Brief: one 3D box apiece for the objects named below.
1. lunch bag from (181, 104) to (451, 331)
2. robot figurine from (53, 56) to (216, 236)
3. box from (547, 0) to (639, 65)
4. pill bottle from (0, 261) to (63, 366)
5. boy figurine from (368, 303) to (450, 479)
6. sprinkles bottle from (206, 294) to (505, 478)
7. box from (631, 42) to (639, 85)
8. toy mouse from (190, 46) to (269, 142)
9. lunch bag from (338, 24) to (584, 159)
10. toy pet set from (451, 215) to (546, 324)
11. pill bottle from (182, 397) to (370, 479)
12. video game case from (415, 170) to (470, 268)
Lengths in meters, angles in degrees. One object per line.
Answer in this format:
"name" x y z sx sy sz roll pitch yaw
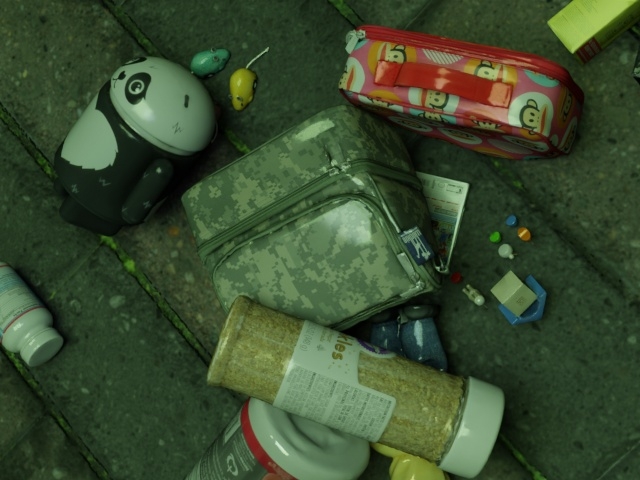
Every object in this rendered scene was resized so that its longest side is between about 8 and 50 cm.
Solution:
"lunch bag" 0.000 0.000 1.570 0.305 0.213 0.256 -27 73 22
"robot figurine" -0.274 -0.135 1.711 0.209 0.173 0.278 46 114 8
"box" 0.405 -0.325 1.522 0.232 0.087 0.058 -38 74 13
"pill bottle" -0.469 0.115 1.827 0.160 0.087 0.087 46 102 18
"boy figurine" 0.131 0.227 1.583 0.177 0.092 0.285 -10 83 20
"sprinkles bottle" 0.043 0.180 1.466 0.356 0.121 0.121 20 93 -1
"box" 0.447 -0.245 1.448 0.078 0.180 0.147 15 90 23
"toy mouse" -0.168 -0.231 1.767 0.143 0.031 0.161 19 93 22
"lunch bag" 0.174 -0.188 1.508 0.293 0.258 0.120 15 92 21
"toy pet set" 0.255 0.051 1.578 0.122 0.065 0.114 -46 37 9
"pill bottle" -0.088 0.340 1.591 0.176 0.176 0.318 47 120 18
"video game case" 0.150 -0.029 1.638 0.087 0.011 0.122 15 91 21
